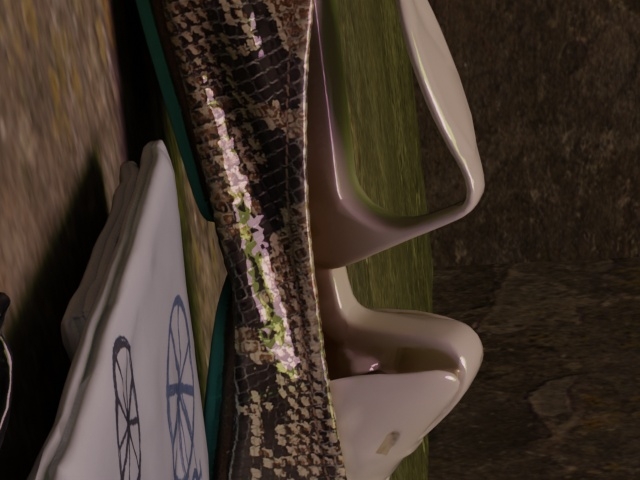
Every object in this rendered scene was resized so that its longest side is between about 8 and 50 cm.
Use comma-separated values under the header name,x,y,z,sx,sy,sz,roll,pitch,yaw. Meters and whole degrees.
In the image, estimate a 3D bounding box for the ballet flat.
name,x,y,z,sx,sy,sz,roll,pitch,yaw
ballet flat,0.000,0.000,0.998,0.164,0.182,0.483,-70,156,-74

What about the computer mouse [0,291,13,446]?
name,x,y,z,sx,sy,sz,roll,pitch,yaw
computer mouse,-0.127,0.024,0.475,0.272,0.072,0.188,97,-4,-45

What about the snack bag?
name,x,y,z,sx,sy,sz,roll,pitch,yaw
snack bag,-0.083,0.166,0.798,0.342,0.037,0.323,-85,172,-64
